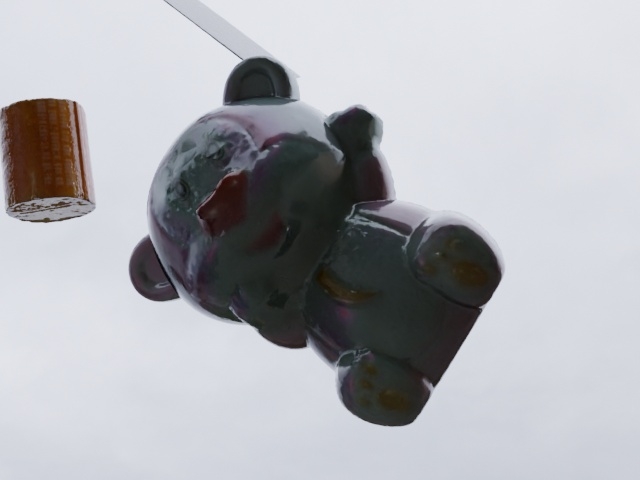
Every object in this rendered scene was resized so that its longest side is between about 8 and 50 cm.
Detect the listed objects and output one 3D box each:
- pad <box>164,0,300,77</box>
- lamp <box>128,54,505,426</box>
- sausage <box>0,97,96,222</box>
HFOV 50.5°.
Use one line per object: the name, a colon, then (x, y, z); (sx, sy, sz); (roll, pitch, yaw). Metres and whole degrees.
pad: (-0.139, -0.300, 0.975); (0.235, 0.158, 0.003); (37, -70, 0)
lamp: (0.000, 0.000, 0.612); (0.301, 0.247, 0.247); (31, -79, 11)
sausage: (-0.733, -0.212, 1.818); (0.233, 0.287, 0.233); (-9, -13, -2)
